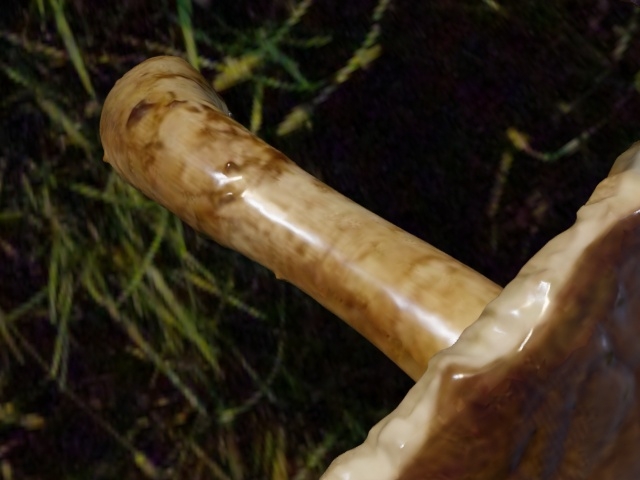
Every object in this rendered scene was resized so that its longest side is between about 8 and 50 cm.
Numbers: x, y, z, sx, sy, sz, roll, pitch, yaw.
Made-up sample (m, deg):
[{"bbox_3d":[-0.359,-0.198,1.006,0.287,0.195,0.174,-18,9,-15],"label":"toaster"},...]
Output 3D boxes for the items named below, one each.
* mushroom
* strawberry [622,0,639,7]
[{"bbox_3d":[0.004,0.035,0.481,0.233,0.302,0.208,3,91,-61],"label":"mushroom"},{"bbox_3d":[0.245,-0.333,1.179,0.292,0.292,0.310,-16,136,-5],"label":"strawberry"}]
